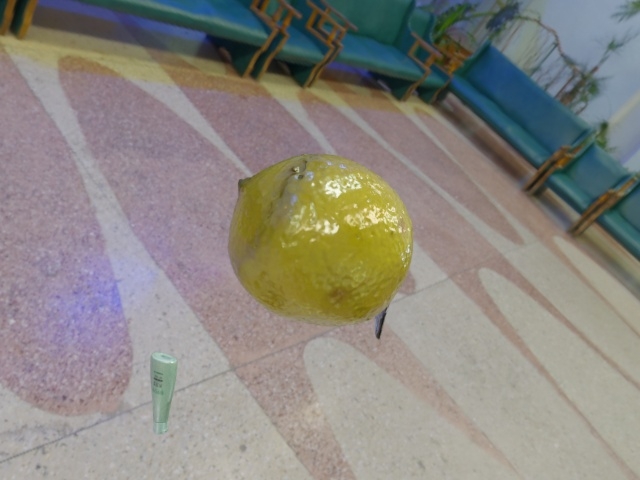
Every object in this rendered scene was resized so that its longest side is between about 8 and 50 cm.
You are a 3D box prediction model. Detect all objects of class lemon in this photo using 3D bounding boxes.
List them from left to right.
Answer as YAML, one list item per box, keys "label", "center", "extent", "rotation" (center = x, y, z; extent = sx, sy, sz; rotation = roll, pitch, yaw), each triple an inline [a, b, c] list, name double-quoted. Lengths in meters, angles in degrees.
- label: "lemon"
  center: [0.008, 0.002, 0.793]
  extent: [0.253, 0.229, 0.229]
  rotation: [16, 35, -21]

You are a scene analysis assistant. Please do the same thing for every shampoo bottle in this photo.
- label: "shampoo bottle"
  center: [-0.368, 0.356, 1.387]
  extent: [0.069, 0.191, 0.041]
  rotation: [11, 15, 16]

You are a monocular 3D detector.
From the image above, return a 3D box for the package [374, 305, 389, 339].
- label: "package"
  center: [0.146, 0.107, 1.352]
  extent: [0.027, 0.171, 0.173]
  rotation: [9, 36, -1]
